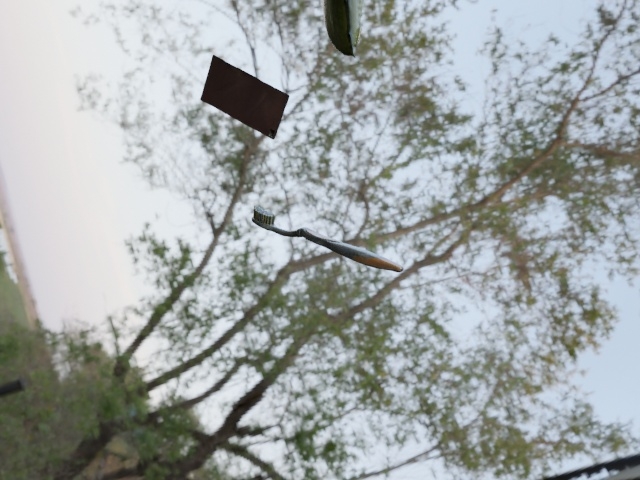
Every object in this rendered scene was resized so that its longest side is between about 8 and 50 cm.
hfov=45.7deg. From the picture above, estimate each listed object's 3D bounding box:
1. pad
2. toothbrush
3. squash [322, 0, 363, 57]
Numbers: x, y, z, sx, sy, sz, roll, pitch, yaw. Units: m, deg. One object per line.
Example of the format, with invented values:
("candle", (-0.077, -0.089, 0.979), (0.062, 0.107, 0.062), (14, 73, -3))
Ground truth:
("pad", (-0.160, -0.301, 1.596), (0.188, 0.006, 0.113), (29, -54, 7))
("toothbrush", (0.000, 0.000, 1.314), (0.375, 0.028, 0.037), (22, -69, 43))
("squash", (0.047, -0.437, 1.222), (0.093, 0.169, 0.252), (10, -60, 32))
